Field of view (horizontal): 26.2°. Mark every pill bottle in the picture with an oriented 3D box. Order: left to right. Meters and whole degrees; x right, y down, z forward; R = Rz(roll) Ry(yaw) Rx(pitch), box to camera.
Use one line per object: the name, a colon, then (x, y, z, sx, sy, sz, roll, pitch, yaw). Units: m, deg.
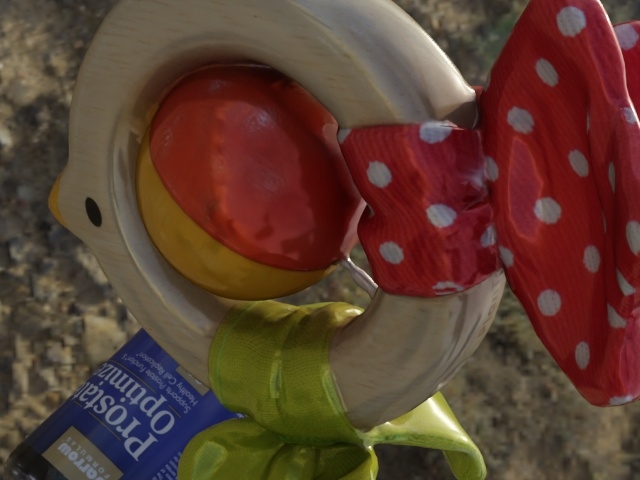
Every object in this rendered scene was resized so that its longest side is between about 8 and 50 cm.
pill bottle: (-0.142, 0.160, 0.970, 0.219, 0.123, 0.123, -45, 119, -19)

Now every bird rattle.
bird rattle: (0.000, 0.000, 0.438, 0.207, 0.253, 0.143, 42, 51, 8)
